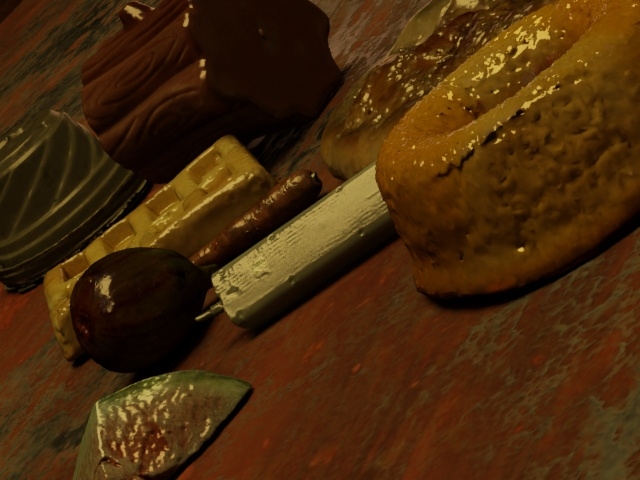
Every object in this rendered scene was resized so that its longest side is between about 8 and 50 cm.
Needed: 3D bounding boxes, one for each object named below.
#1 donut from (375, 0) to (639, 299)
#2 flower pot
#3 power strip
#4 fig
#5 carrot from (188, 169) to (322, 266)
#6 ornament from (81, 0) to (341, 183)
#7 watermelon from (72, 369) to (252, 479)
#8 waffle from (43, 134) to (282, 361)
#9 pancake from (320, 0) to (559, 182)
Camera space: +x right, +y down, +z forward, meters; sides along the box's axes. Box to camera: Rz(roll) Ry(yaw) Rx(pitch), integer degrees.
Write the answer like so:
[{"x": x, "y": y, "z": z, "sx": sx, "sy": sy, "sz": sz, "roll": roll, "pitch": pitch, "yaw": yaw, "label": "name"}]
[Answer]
[{"x": 0.165, "y": -0.088, "z": 1.446, "sx": 0.303, "sy": 0.110, "sz": 0.303, "roll": -34, "pitch": 16, "yaw": 11, "label": "donut"}, {"x": -0.325, "y": -0.063, "z": 2.322, "sx": 0.235, "sy": 0.140, "sz": 0.235, "roll": -36, "pitch": 16, "yaw": 12, "label": "flower pot"}, {"x": 0.000, "y": 0.000, "z": 1.636, "sx": 0.253, "sy": 0.027, "sz": 0.060, "roll": -35, "pitch": 59, "yaw": 11, "label": "power strip"}, {"x": -0.146, "y": 0.055, "z": 1.746, "sx": 0.155, "sy": 0.109, "sz": 0.103, "roll": -16, "pitch": -13, "yaw": -32, "label": "fig"}, {"x": -0.065, "y": -0.013, "z": 1.846, "sx": 0.165, "sy": 0.035, "sz": 0.035, "roll": -36, "pitch": 17, "yaw": 13, "label": "carrot"}, {"x": -0.135, "y": -0.182, "z": 2.130, "sx": 0.217, "sy": 0.221, "sz": 0.235, "roll": -29, "pitch": 11, "yaw": 40, "label": "ornament"}, {"x": -0.135, "y": 0.158, "z": 1.526, "sx": 0.180, "sy": 0.081, "sz": 0.094, "roll": -46, "pitch": 43, "yaw": -8, "label": "watermelon"}, {"x": -0.162, "y": 0.003, "z": 1.957, "sx": 0.274, "sy": 0.057, "sz": 0.168, "roll": -37, "pitch": 18, "yaw": 1, "label": "waffle"}, {"x": 0.144, "y": -0.184, "z": 1.781, "sx": 0.387, "sy": 0.082, "sz": 0.387, "roll": -38, "pitch": 16, "yaw": 13, "label": "pancake"}]
